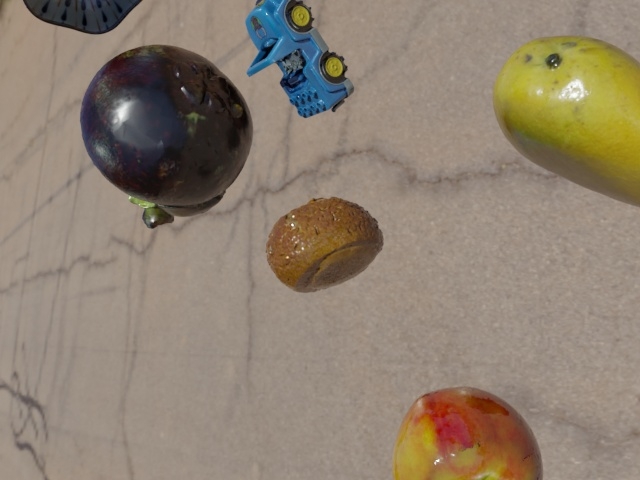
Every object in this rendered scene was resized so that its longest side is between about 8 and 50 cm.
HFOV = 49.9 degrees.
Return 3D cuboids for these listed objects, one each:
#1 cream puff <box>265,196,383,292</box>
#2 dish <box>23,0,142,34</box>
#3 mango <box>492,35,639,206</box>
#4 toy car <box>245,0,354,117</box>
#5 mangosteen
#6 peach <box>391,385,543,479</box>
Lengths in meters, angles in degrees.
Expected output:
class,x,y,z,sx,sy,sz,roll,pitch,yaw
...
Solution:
class,x,y,z,sx,sy,sz,roll,pitch,yaw
cream puff,0.000,0.000,1.779,0.303,0.303,0.212,-47,61,42
dish,-0.334,-0.387,0.954,0.190,0.191,0.066,-68,28,20
mango,0.436,-0.170,1.081,0.182,0.365,0.253,-51,6,-8
toy car,-0.043,-0.253,0.977,0.100,0.191,0.097,-42,18,-22
mangosteen,-0.225,-0.128,0.968,0.289,0.231,0.231,-56,40,39
peach,0.176,0.266,0.839,0.197,0.197,0.197,-20,66,54
